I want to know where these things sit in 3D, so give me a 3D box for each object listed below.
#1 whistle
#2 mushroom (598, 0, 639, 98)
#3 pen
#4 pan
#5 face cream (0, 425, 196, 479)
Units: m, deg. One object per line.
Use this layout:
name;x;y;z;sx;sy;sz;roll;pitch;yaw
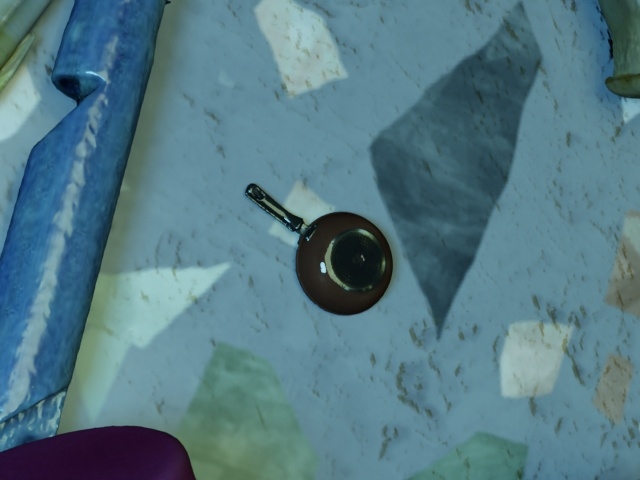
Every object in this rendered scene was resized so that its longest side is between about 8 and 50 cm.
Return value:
whistle;-0.151;-0.014;0.831;0.062;0.062;0.304;17;75;-17
mushroom;0.239;-0.220;0.998;0.108;0.096;0.246;7;83;-20
pen;-0.170;-0.159;0.867;0.040;0.032;0.233;46;66;-33
pan;0.000;0.000;0.906;0.115;0.023;0.068;37;71;-11
face cream;-0.126;0.216;0.723;0.175;0.175;0.194;-21;105;-23
